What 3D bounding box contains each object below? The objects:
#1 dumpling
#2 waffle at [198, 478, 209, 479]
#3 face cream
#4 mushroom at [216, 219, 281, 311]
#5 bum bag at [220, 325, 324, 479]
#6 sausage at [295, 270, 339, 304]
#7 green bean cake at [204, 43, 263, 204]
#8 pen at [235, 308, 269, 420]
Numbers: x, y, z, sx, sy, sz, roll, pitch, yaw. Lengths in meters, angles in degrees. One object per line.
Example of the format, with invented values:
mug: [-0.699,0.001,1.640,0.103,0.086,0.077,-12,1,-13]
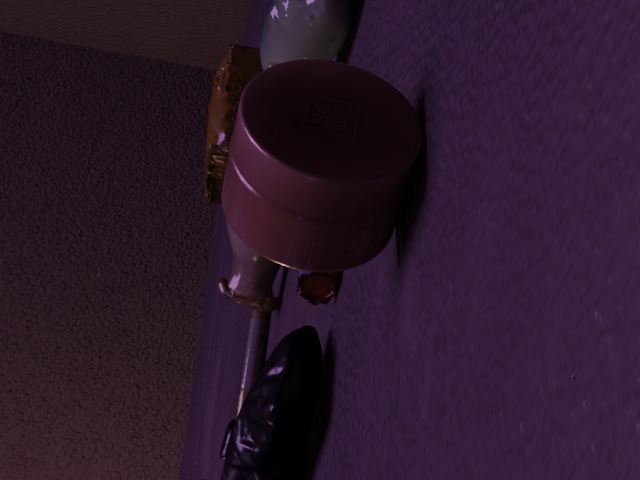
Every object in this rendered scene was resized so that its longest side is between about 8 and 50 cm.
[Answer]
dumpling: [-0.013,-0.282,1.703,0.216,0.105,0.149,109,168,-55]
waffle: [-0.135,0.424,1.617,0.262,0.060,0.280,-96,7,-73]
face cream: [-0.001,-0.061,1.144,0.149,0.149,0.104,-88,10,-45]
mushroom: [-0.088,-0.001,1.961,0.088,0.097,0.212,-120,39,-63]
bum bag: [-0.063,0.247,1.469,0.144,0.095,0.340,-60,-14,-61]
sausage: [0.000,0.000,1.493,0.050,0.048,0.145,55,-155,-38]
green bean cake: [-0.124,-0.184,2.333,0.229,0.131,0.224,110,166,-58]
pen: [-0.096,0.179,2.067,0.040,0.032,0.233,60,-145,-63]
